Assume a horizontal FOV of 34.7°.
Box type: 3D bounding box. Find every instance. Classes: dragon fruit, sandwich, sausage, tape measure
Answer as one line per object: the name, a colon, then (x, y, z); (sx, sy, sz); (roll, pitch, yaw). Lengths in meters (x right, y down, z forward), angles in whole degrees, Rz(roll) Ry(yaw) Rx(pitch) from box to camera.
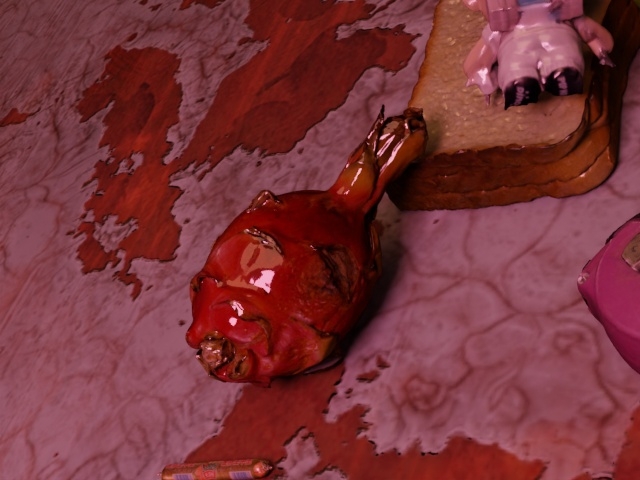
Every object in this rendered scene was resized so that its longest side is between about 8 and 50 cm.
dragon fruit: (0.000, 0.000, 0.746); (0.246, 0.125, 0.125); (-55, 10, 0)
sandwich: (0.153, -0.126, 0.819); (0.186, 0.065, 0.214); (-5, 49, 32)
sausage: (-0.077, 0.167, 0.742); (0.100, 0.015, 0.015); (-10, 47, 29)
tape measure: (0.220, 0.025, 0.616); (0.118, 0.074, 0.125); (-42, 38, -5)

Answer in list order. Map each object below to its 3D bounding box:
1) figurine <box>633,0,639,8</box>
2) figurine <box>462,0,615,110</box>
figurine: (0.290, -0.181, 0.707); (0.143, 0.162, 0.263); (-43, 43, 43)
figurine: (0.148, -0.194, 0.761); (0.137, 0.112, 0.228); (-13, 53, 17)
